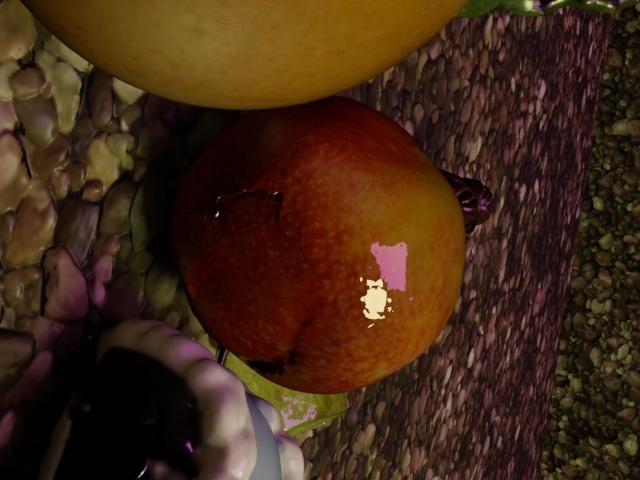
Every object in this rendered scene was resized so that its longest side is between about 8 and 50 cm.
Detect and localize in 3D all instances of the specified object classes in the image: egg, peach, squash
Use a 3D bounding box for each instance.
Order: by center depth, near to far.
[{"bbox_3d":[-0.023,-0.225,0.411,0.351,0.282,0.283,-58,146,-36],"label":"egg"},{"bbox_3d":[0.000,0.000,0.620,0.231,0.230,0.231,-33,128,-56],"label":"peach"},{"bbox_3d":[-0.018,0.124,0.775,0.192,0.085,0.184,1,99,-65],"label":"squash"}]

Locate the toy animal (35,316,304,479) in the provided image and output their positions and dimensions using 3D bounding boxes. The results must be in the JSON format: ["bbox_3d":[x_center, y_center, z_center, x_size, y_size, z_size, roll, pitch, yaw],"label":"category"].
[{"bbox_3d":[-0.095,0.171,0.550,0.204,0.155,0.208,60,43,-58],"label":"toy animal"}]

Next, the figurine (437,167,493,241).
[{"bbox_3d":[0.088,-0.023,0.896,0.187,0.168,0.315,59,19,4],"label":"figurine"}]

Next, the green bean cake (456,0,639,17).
[{"bbox_3d":[0.129,-0.345,0.639,0.218,0.334,0.319,-47,138,-62],"label":"green bean cake"}]
